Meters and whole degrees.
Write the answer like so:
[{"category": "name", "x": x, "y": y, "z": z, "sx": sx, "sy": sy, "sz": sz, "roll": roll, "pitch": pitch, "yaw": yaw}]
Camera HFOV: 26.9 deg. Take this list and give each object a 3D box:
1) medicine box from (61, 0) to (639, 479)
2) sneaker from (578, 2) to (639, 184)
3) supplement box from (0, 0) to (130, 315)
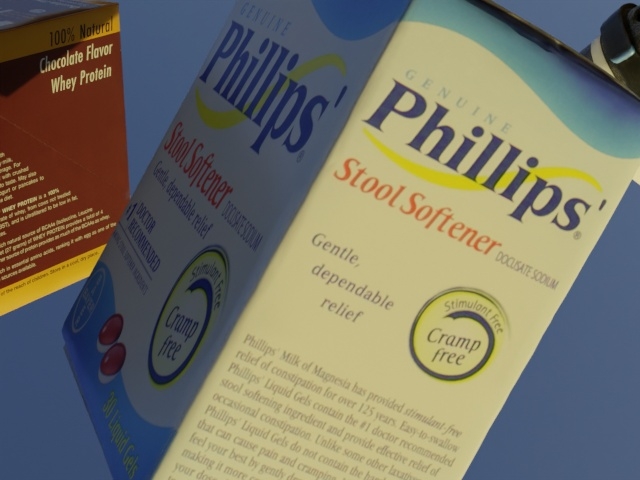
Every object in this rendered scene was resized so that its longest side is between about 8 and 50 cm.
[{"category": "medicine box", "x": 0.000, "y": 0.000, "z": 0.731, "sx": 0.149, "sy": 0.289, "sz": 0.263, "roll": 26, "pitch": -173, "yaw": -23}, {"category": "sneaker", "x": 0.265, "y": -0.071, "z": 0.866, "sx": 0.217, "sy": 0.121, "sz": 0.079, "roll": 33, "pitch": -135, "yaw": -4}, {"category": "supplement box", "x": -0.245, "y": -0.063, "z": 0.936, "sx": 0.191, "sy": 0.129, "sz": 0.194, "roll": -27, "pitch": -56, "yaw": -49}]
